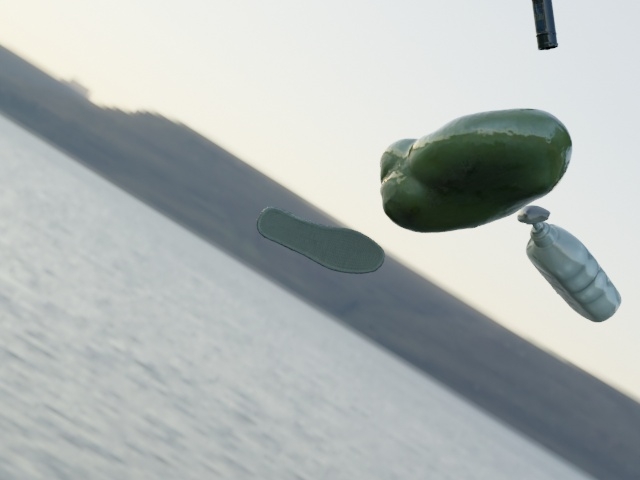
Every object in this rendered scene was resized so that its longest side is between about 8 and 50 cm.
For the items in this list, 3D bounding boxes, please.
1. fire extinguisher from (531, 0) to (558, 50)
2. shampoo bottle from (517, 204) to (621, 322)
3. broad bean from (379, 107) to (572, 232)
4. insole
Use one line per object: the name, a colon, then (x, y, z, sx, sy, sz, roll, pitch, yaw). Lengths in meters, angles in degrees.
fire extinguisher: (0.265, -0.268, 1.663, 0.025, 0.083, 0.038, -9, -2, 33)
shampoo bottle: (0.220, 0.015, 1.297, 0.152, 0.045, 0.077, 43, -2, -40)
broad bean: (0.170, -0.074, 1.562, 0.228, 0.100, 0.169, -25, -36, 35)
insole: (0.000, 0.000, 1.608, 0.152, 0.053, 0.002, 23, 3, 3)
